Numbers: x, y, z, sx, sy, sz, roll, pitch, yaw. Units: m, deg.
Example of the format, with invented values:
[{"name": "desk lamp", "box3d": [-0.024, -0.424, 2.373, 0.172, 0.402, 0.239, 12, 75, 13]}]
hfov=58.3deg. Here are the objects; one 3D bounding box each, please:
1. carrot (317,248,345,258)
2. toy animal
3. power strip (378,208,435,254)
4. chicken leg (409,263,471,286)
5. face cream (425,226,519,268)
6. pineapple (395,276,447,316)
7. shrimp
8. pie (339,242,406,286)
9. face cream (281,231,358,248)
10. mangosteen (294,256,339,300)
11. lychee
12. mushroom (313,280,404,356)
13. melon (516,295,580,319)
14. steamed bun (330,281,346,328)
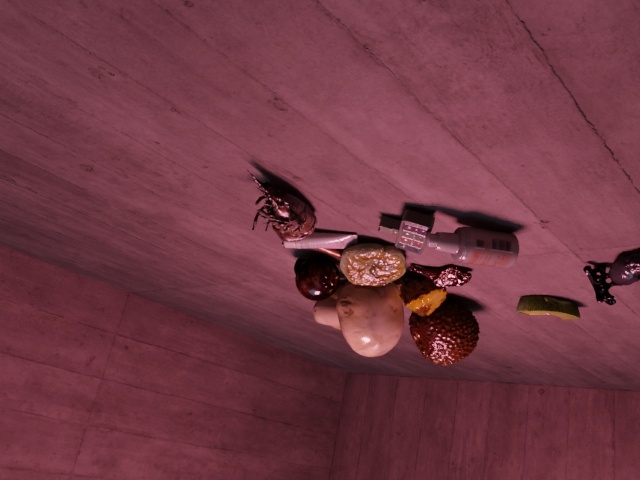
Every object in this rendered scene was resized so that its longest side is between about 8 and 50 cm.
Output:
[{"name": "carrot", "box3d": [0.058, 0.039, 1.940, 0.248, 0.043, 0.043, 20, 158, -19]}, {"name": "toy animal", "box3d": [0.855, 0.095, 1.594, 0.117, 0.121, 0.210, -2, 158, -21]}, {"name": "power strip", "box3d": [0.241, -0.035, 1.638, 0.145, 0.061, 0.215, 16, 160, 7]}, {"name": "chicken leg", "box3d": [0.408, 0.115, 1.942, 0.205, 0.053, 0.093, -6, 131, 23]}, {"name": "face cream", "box3d": [0.403, 0.013, 1.556, 0.252, 0.101, 0.101, 7, 161, -11]}, {"name": "pineapple", "box3d": [0.362, 0.168, 2.065, 0.140, 0.164, 0.250, -41, 142, 15]}, {"name": "shrimp", "box3d": [-0.118, -0.085, 1.605, 0.145, 0.116, 0.343, -13, 152, 19]}, {"name": "pie", "box3d": [0.172, 0.081, 1.900, 0.241, 0.054, 0.240, 2, 146, 1]}, {"name": "face cream", "box3d": [0.000, 0.000, 1.856, 0.244, 0.058, 0.092, 1, 154, 9]}, {"name": "mangosteen", "box3d": [-0.022, 0.134, 2.075, 0.184, 0.172, 0.172, 21, 169, 38]}, {"name": "lychee", "box3d": [0.488, 0.348, 2.242, 0.268, 0.267, 0.267, 10, 160, 4]}, {"name": "mushroom", "box3d": [0.139, 0.268, 2.139, 0.336, 0.314, 0.314, 1, 158, 38]}, {"name": "melon", "box3d": [0.817, 0.240, 2.034, 0.210, 0.064, 0.118, 13, 159, -10]}, {"name": "steamed bun", "box3d": [0.132, 0.285, 2.367, 0.232, 0.166, 0.273, -3, 155, 37]}]
